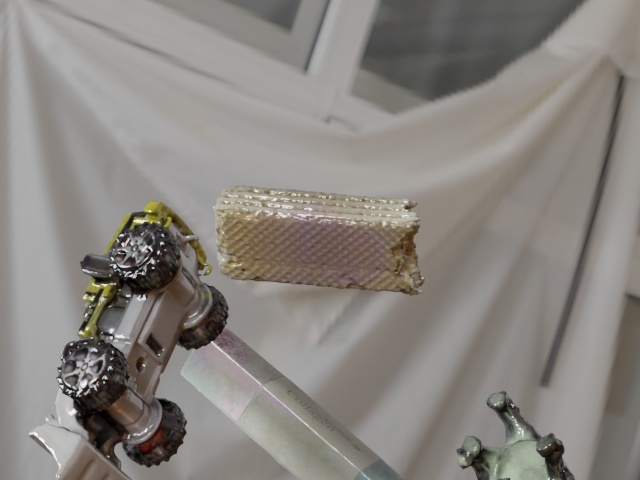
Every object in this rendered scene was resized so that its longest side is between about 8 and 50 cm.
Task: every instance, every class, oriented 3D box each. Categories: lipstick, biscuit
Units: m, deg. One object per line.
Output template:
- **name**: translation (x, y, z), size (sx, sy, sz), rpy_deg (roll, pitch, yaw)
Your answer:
- **lipstick**: translation (-0.028, 0.230, 1.848), size (0.317, 0.068, 0.066), rpy_deg (39, 22, 18)
- **biscuit**: translation (0.000, 0.000, 1.740), size (0.239, 0.108, 0.062), rpy_deg (5, 37, 9)

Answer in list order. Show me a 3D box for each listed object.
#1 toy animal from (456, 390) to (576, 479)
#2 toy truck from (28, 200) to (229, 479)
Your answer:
- **toy animal**: translation (0.217, 0.253, 1.586), size (0.121, 0.094, 0.225), rpy_deg (55, -4, -19)
- **toy truck**: translation (-0.174, 0.104, 1.349), size (0.111, 0.286, 0.136), rpy_deg (3, -32, 31)
